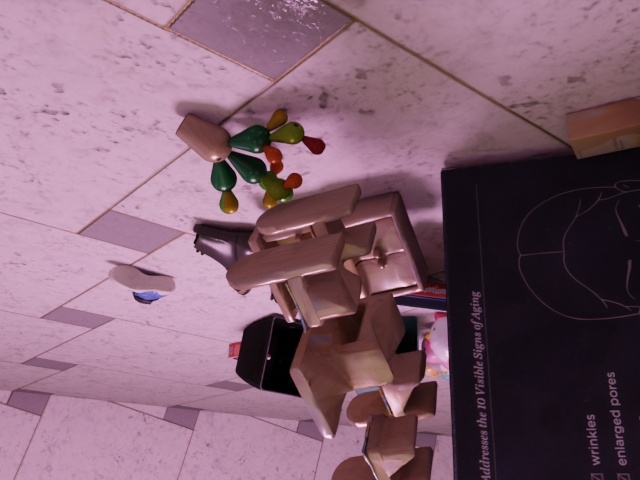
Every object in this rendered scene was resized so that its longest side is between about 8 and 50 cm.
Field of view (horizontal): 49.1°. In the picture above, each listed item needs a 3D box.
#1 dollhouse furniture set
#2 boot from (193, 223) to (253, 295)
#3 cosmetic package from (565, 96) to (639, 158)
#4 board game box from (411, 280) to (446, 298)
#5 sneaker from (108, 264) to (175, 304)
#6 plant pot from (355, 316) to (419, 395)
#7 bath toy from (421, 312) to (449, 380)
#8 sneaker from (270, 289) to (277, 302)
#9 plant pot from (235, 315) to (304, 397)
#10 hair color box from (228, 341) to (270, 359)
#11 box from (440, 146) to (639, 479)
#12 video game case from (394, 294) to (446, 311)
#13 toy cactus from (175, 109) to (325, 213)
[{"bbox_3d":[-0.002,0.108,1.027,0.256,0.394,0.362,-14,116,21],"label":"dollhouse furniture set"},{"bbox_3d":[-0.184,0.030,1.332,0.137,0.077,0.198,12,143,-11],"label":"boot"},{"bbox_3d":[0.377,-0.144,0.889,0.115,0.041,0.060,-12,154,29],"label":"cosmetic package"},{"bbox_3d":[0.177,0.089,1.356,0.145,0.027,0.281,8,178,-12],"label":"board game box"},{"bbox_3d":[-0.400,0.100,1.516,0.152,0.058,0.084,13,147,-41],"label":"sneaker"},{"bbox_3d":[0.170,0.330,1.794,0.165,0.166,0.234,-1,138,7],"label":"plant pot"},{"bbox_3d":[0.320,0.281,1.812,0.151,0.129,0.348,-26,158,-2],"label":"bath toy"},{"bbox_3d":[-0.082,0.090,1.444,0.063,0.075,0.170,-6,156,18],"label":"sneaker"},{"bbox_3d":[-0.118,0.309,1.856,0.187,0.188,0.167,21,162,-38],"label":"plant pot"},{"bbox_3d":[-0.197,0.321,2.050,0.141,0.043,0.072,-17,152,39],"label":"hair color box"},{"bbox_3d":[0.428,0.138,0.991,0.471,0.480,0.297,-4,158,15],"label":"box"},{"bbox_3d":[0.212,0.120,1.396,0.196,0.026,0.274,6,179,12],"label":"video game case"},{"bbox_3d":[-0.105,-0.118,0.952,0.180,0.112,0.219,32,150,-18],"label":"toy cactus"}]
